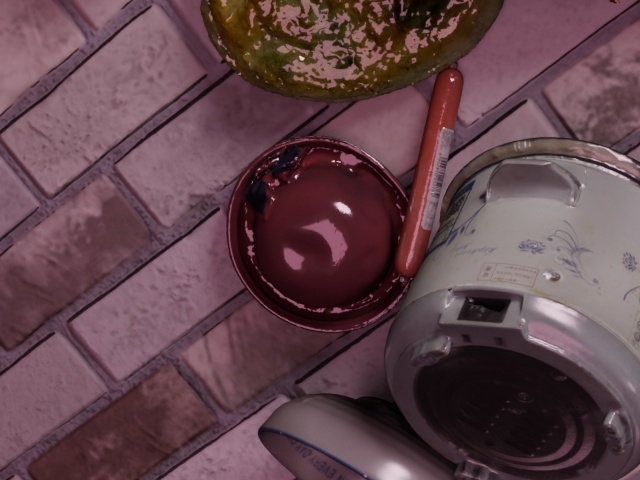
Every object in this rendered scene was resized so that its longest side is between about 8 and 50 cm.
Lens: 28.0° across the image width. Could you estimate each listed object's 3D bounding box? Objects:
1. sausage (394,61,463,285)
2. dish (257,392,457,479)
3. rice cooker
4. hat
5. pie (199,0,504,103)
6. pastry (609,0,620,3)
[{"bbox_3d":[0.105,-0.064,1.238,0.029,0.029,0.223,13,91,4],"label":"sausage"},{"bbox_3d":[0.084,0.213,1.272,0.273,0.273,0.134,34,72,-3],"label":"dish"},{"bbox_3d":[0.206,0.059,1.156,0.264,0.316,0.317,-1,108,32],"label":"rice cooker"},{"bbox_3d":[0.000,0.000,1.269,0.205,0.089,0.206,2,106,8],"label":"hat"},{"bbox_3d":[0.031,-0.278,1.192,0.323,0.070,0.323,2,107,6],"label":"pie"},{"bbox_3d":[0.218,-0.269,1.131,0.208,0.097,0.115,-2,103,-17],"label":"pastry"}]
